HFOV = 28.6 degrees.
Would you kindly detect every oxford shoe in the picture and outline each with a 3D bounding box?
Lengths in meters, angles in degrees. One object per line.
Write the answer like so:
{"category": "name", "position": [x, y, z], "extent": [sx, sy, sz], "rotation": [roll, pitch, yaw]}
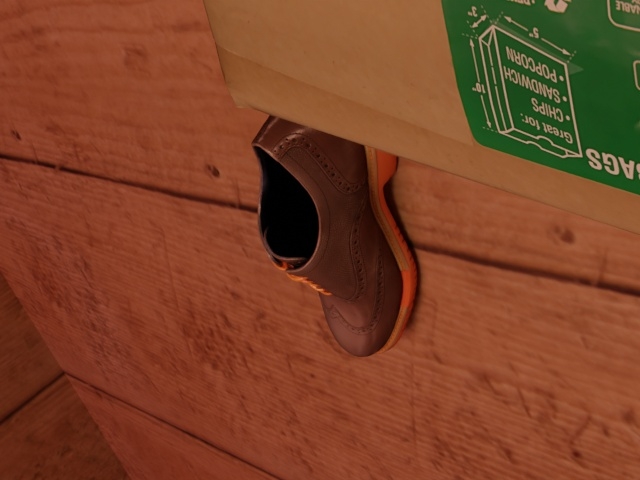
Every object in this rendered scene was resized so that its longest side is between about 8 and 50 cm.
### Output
{"category": "oxford shoe", "position": [0.000, 0.000, 1.204], "extent": [0.130, 0.133, 0.363], "rotation": [29, 147, 35]}

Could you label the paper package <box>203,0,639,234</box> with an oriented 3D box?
{"category": "paper package", "position": [0.149, -0.154, 0.455], "extent": [0.325, 0.309, 0.168], "rotation": [22, 143, 41]}
